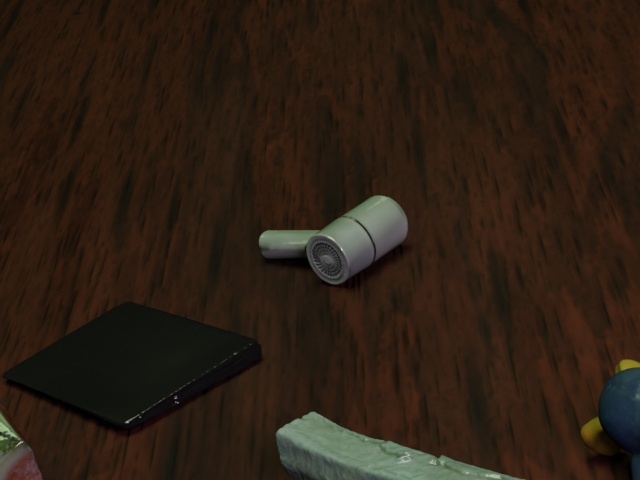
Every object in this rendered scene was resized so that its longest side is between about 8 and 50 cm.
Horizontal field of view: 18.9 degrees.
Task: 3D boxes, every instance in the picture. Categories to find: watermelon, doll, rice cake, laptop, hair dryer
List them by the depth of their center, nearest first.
[{"bbox_3d":[0.219,0.115,1.128,0.102,0.089,0.179,-60,16,-1],"label":"doll"},{"bbox_3d":[0.064,0.153,1.181,0.042,0.045,0.245,-28,25,-36],"label":"rice cake"},{"bbox_3d":[-0.237,0.163,1.365,0.092,0.072,0.084,-51,30,14],"label":"watermelon"},{"bbox_3d":[-0.150,0.097,1.506,0.135,0.016,0.197,-29,24,-29],"label":"laptop"},{"bbox_3d":[0.000,0.000,1.606,0.137,0.047,0.082,-3,23,46],"label":"hair dryer"}]
